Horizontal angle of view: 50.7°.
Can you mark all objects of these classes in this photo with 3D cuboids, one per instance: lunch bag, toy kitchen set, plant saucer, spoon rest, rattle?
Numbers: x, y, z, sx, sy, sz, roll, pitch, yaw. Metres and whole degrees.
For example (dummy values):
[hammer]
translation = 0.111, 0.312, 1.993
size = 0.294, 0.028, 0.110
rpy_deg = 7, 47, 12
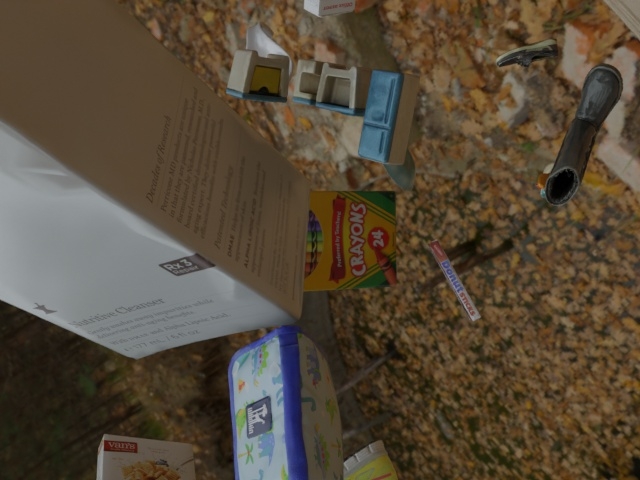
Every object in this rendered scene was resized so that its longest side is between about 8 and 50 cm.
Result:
[lunch bag]
translation = -0.026, 0.154, 0.564
size = 0.151, 0.096, 0.129
rpy_deg = 103, 161, -63
[toy kitchen set]
translation = -0.004, -0.184, 0.925
size = 0.207, 0.166, 0.122
rpy_deg = 22, 109, 43
[plant saucer]
translation = 0.230, -0.239, 1.961
size = 0.037, 0.195, 0.195
rpy_deg = -27, 95, 30
[spoon rest]
translation = -0.141, -0.453, 1.672
size = 0.084, 0.137, 0.276
rpy_deg = 52, -162, -47
[rattle]
translation = 0.693, -0.160, 2.106
size = 0.130, 0.143, 0.200
rpy_deg = 53, 161, -9

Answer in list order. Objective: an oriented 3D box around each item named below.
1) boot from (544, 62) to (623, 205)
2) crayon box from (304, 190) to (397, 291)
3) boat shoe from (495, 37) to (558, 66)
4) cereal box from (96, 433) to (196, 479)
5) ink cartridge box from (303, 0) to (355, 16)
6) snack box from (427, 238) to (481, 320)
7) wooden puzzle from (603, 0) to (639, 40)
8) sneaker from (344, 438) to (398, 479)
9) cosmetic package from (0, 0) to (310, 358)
[boot]
translation = 0.467, -0.189, 1.214
size = 0.076, 0.208, 0.189
rpy_deg = 24, 142, 25
[crayon box]
translation = 0.000, 0.000, 1.371
size = 0.081, 0.318, 0.202
rpy_deg = -177, 85, -67
[boat shoe]
translation = 0.513, -0.456, 1.677
size = 0.056, 0.152, 0.049
rpy_deg = 1, -106, -70
[cereal box]
translation = -0.303, 0.448, 1.185
size = 0.047, 0.173, 0.240
rpy_deg = -65, 26, 23
[ink cartridge box]
translation = 0.022, -0.527, 1.352
size = 0.056, 0.099, 0.135
rpy_deg = 39, 138, 37
[snack box]
translation = 0.271, 0.080, 1.375
size = 0.178, 0.022, 0.064
rpy_deg = 62, -175, 7
[wooden puzzle]
translation = 0.573, -0.408, 1.052
size = 0.238, 0.044, 0.221
rpy_deg = 60, 141, 24
[sneaker]
translation = 0.029, 0.393, 1.017
size = 0.094, 0.208, 0.081
rpy_deg = 55, 173, 15
[cosmetic package]
translation = -0.198, -0.055, 0.515
size = 0.217, 0.156, 0.385
rpy_deg = -17, 145, 31
